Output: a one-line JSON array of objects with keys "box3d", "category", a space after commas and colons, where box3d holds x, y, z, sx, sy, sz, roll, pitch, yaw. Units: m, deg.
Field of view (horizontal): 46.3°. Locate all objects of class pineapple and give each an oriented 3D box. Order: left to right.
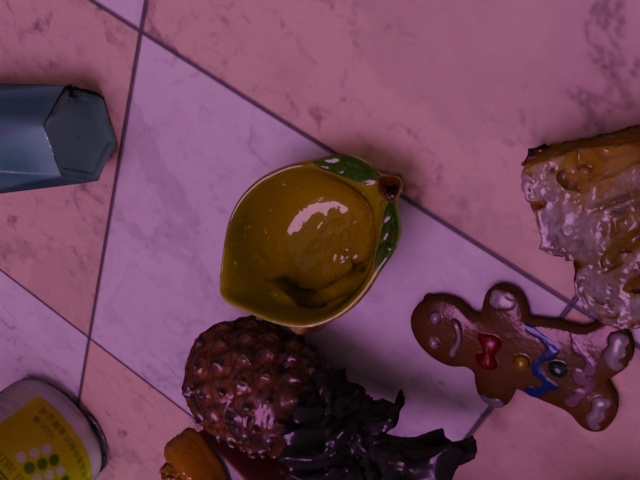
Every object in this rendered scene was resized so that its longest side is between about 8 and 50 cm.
[{"box3d": [0.007, 0.177, 0.770, 0.310, 0.170, 0.141, 18, 111, 34], "category": "pineapple"}, {"box3d": [0.251, -0.009, 0.527, 0.236, 0.114, 0.186, 41, 132, 11], "category": "pineapple"}]

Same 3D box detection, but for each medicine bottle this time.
[{"box3d": [-0.526, 0.390, 1.111, 0.213, 0.378, 0.214, 18, 126, 26], "category": "medicine bottle"}]

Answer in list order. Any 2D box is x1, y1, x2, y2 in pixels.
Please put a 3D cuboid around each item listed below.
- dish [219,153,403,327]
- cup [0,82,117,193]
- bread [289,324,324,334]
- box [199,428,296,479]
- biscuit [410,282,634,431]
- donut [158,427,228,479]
[{"box3d": [0.000, 0.000, 0.707, 0.207, 0.080, 0.149, -30, 80, 20], "category": "dish"}, {"box3d": [-0.360, -0.122, 0.865, 0.235, 0.134, 0.148, -1, 90, 25], "category": "cup"}, {"box3d": [-0.042, 0.041, 0.793, 0.132, 0.053, 0.074, 34, 127, 13], "category": "bread"}, {"box3d": [0.008, 0.429, 0.879, 0.385, 0.122, 0.345, 34, 130, 32], "category": "box"}, {"box3d": [0.177, 0.106, 0.701, 0.205, 0.031, 0.138, 18, 126, 26], "category": "biscuit"}, {"box3d": [-0.146, 0.270, 0.849, 0.097, 0.043, 0.108, 41, 137, 30], "category": "donut"}]
